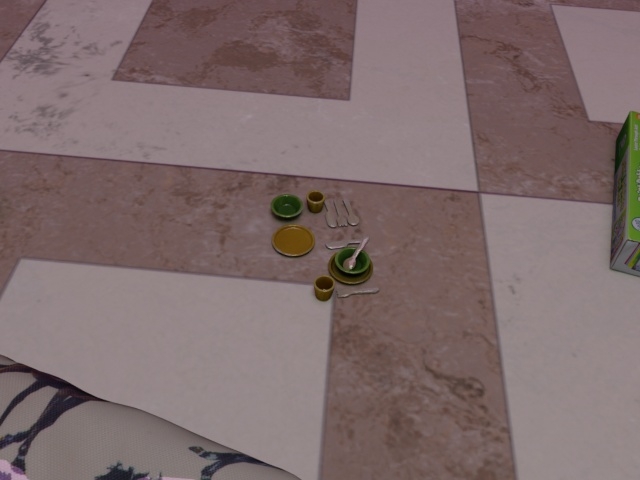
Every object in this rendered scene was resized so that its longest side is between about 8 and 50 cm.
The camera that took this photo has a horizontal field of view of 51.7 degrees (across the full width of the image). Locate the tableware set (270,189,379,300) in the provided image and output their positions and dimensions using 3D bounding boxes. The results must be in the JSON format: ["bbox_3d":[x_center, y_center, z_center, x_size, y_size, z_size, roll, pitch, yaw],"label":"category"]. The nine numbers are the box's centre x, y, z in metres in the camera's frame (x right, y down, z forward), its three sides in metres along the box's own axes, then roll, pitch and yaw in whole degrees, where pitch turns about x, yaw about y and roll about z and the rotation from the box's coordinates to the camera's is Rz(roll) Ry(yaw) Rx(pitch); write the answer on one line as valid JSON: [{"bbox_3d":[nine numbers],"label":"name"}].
[{"bbox_3d":[0.000,0.000,0.720,0.104,0.024,0.154,-6,48,-9],"label":"tableware set"}]

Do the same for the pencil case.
[{"bbox_3d":[-0.098,0.219,0.419,0.410,0.160,0.183,18,58,13],"label":"pencil case"}]

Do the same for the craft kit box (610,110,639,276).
[{"bbox_3d":[0.473,-0.036,0.766,0.246,0.061,0.250,18,48,9],"label":"craft kit box"}]
